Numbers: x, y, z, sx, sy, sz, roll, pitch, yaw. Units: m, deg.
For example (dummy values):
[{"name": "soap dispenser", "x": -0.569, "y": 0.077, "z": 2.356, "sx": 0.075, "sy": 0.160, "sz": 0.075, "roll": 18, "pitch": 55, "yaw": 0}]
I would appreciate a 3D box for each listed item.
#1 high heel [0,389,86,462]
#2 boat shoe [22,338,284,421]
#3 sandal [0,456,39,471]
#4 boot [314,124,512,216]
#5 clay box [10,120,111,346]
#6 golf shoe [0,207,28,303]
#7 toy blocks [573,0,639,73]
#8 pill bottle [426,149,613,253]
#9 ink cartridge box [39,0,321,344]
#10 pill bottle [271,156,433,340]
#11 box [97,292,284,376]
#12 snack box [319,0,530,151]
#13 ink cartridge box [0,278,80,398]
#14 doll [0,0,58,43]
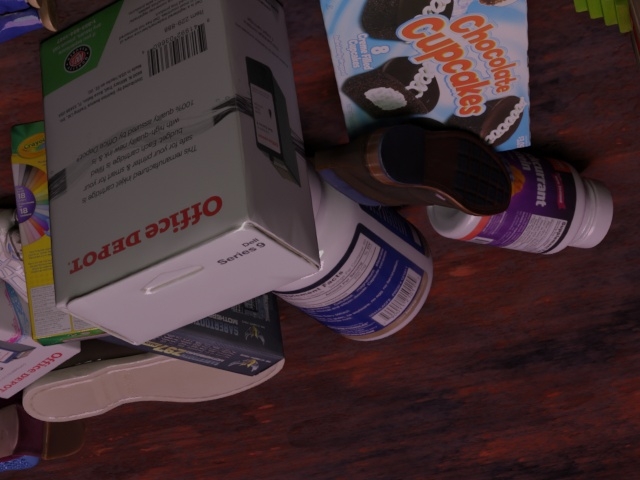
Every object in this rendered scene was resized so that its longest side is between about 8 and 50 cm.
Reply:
[{"name": "high heel", "x": -0.477, "y": 0.234, "z": 2.051, "sx": 0.181, "sy": 0.127, "sz": 0.377, "roll": 6, "pitch": 175, "yaw": 36}, {"name": "boat shoe", "x": -0.210, "y": 0.144, "z": 2.071, "sx": 0.324, "sy": 0.096, "sz": 0.116, "roll": -10, "pitch": 140, "yaw": -5}, {"name": "sandal", "x": -0.536, "y": 0.321, "z": 2.263, "sx": 0.317, "sy": 0.138, "sz": 0.126, "roll": -10, "pitch": 149, "yaw": -1}, {"name": "boot", "x": 0.096, "y": -0.070, "z": 1.692, "sx": 0.106, "sy": 0.082, "sz": 0.219, "roll": -3, "pitch": 165, "yaw": 44}, {"name": "clay box", "x": -0.235, "y": -0.014, "z": 1.668, "sx": 0.127, "sy": 0.222, "sz": 0.053, "roll": -9, "pitch": 167, "yaw": 3}, {"name": "golf shoe", "x": -0.346, "y": 0.014, "z": 1.854, "sx": 0.086, "sy": 0.069, "sz": 0.176, "roll": 8, "pitch": 148, "yaw": 9}, {"name": "toy blocks", "x": 0.342, "y": -0.161, "z": 1.499, "sx": 0.191, "sy": 0.261, "sz": 0.381, "roll": -13, "pitch": 151, "yaw": 9}, {"name": "pill bottle", "x": 0.223, "y": -0.043, "z": 1.836, "sx": 0.193, "sy": 0.108, "sz": 0.108, "roll": 9, "pitch": 147, "yaw": -29}, {"name": "ink cartridge box", "x": -0.131, "y": -0.078, "z": 1.491, "sx": 0.211, "sy": 0.289, "sz": 0.121, "roll": -23, "pitch": 148, "yaw": 25}, {"name": "pill bottle", "x": 0.000, "y": 0.000, "z": 1.809, "sx": 0.153, "sy": 0.153, "sz": 0.265, "roll": -22, "pitch": 148, "yaw": 23}, {"name": "box", "x": -0.151, "y": 0.036, "z": 1.802, "sx": 0.233, "sy": 0.183, "sz": 0.059, "roll": 17, "pitch": 142, "yaw": -39}, {"name": "snack box", "x": 0.105, "y": -0.179, "z": 1.609, "sx": 0.187, "sy": 0.060, "sz": 0.322, "roll": -10, "pitch": 151, "yaw": 3}, {"name": "ink cartridge box", "x": -0.408, "y": 0.098, "z": 1.940, "sx": 0.154, "sy": 0.093, "sz": 0.212, "roll": -31, "pitch": 146, "yaw": 35}, {"name": "doll", "x": -0.333, "y": -0.188, "z": 1.493, "sx": 0.189, "sy": 0.046, "sz": 0.129, "roll": -13, "pitch": 150, "yaw": 8}]
